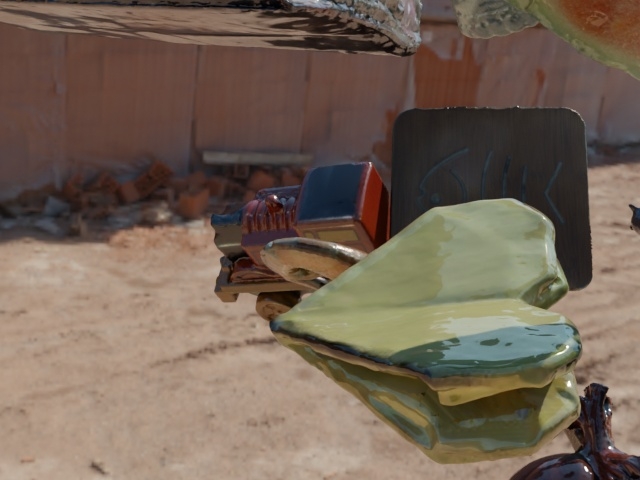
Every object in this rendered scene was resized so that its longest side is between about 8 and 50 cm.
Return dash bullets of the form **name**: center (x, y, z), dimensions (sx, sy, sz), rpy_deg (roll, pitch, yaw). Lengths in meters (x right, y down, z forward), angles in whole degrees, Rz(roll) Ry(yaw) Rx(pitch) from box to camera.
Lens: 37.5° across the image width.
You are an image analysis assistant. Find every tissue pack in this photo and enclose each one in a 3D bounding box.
- **tissue pack**: center (-0.137, -0.230, 0.776), dimensions (0.394, 0.124, 0.288), rpy_deg (8, 9, 22)

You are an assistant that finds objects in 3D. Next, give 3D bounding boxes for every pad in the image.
- **pad**: center (0.241, -0.065, 1.359), dimensions (0.284, 0.286, 0.018), rpy_deg (1, -22, 6)

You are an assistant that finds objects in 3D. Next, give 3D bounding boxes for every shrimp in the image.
- **shrimp**: center (0.037, 0.048, 1.105), dimensions (0.251, 0.052, 0.143), rpy_deg (32, -24, -33)

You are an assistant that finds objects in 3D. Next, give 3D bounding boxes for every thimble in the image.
- **thimble**: center (0.322, -0.470, 1.655), dimensions (0.205, 0.172, 0.250), rpy_deg (-8, 27, 32)

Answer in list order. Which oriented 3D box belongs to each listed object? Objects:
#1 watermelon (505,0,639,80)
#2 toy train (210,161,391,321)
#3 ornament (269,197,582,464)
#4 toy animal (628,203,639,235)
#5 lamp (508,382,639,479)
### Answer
- **watermelon**: center (0.167, -0.214, 0.500), dimensions (0.256, 0.260, 0.176), rpy_deg (-14, 54, -9)
- **toy train**: center (0.000, 0.000, 1.426), dimensions (0.369, 0.231, 0.163), rpy_deg (-4, 51, 24)
- **ornament**: center (0.058, 0.044, 0.560), dimensions (0.180, 0.059, 0.201), rpy_deg (-5, 28, 11)
- **toy animal**: center (0.608, 0.010, 1.678), dimensions (0.117, 0.121, 0.210), rpy_deg (-28, 30, -21)
- **lamp**: center (0.309, 0.315, 1.158), dimensions (0.223, 0.151, 0.215), rpy_deg (-33, 41, 5)
